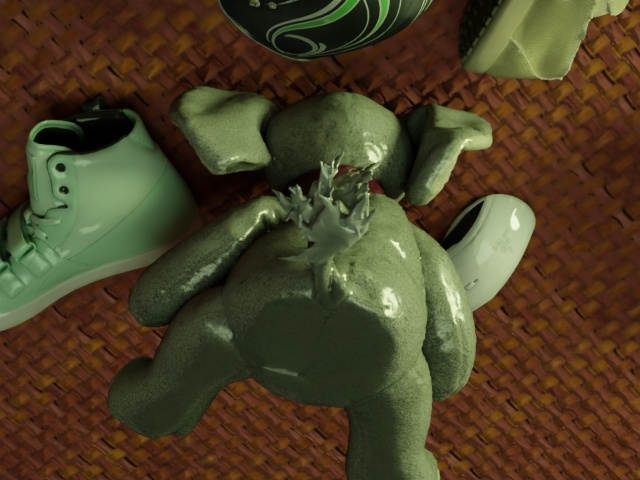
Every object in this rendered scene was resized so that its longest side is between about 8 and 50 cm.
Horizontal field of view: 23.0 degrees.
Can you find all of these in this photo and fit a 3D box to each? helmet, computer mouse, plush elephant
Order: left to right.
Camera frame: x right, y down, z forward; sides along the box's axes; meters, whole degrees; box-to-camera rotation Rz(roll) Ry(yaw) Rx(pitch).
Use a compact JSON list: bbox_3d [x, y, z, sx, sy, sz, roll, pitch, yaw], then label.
[{"bbox_3d":[0.000,0.000,1.225,0.272,0.255,0.330,13,132,-1],"label":"plush elephant"},{"bbox_3d":[0.013,-0.219,1.107,0.169,0.169,0.161,37,130,-25],"label":"helmet"},{"bbox_3d":[0.115,0.039,1.366,0.106,0.042,0.193,26,120,-19],"label":"computer mouse"}]

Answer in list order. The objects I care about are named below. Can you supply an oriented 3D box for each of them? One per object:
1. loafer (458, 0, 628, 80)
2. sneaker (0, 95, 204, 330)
[{"bbox_3d":[0.199,-0.223,1.157,0.092,0.102,0.268,20,131,-18],"label":"loafer"},{"bbox_3d":[-0.238,-0.024,1.268,0.256,0.094,0.151,-22,130,1],"label":"sneaker"}]
